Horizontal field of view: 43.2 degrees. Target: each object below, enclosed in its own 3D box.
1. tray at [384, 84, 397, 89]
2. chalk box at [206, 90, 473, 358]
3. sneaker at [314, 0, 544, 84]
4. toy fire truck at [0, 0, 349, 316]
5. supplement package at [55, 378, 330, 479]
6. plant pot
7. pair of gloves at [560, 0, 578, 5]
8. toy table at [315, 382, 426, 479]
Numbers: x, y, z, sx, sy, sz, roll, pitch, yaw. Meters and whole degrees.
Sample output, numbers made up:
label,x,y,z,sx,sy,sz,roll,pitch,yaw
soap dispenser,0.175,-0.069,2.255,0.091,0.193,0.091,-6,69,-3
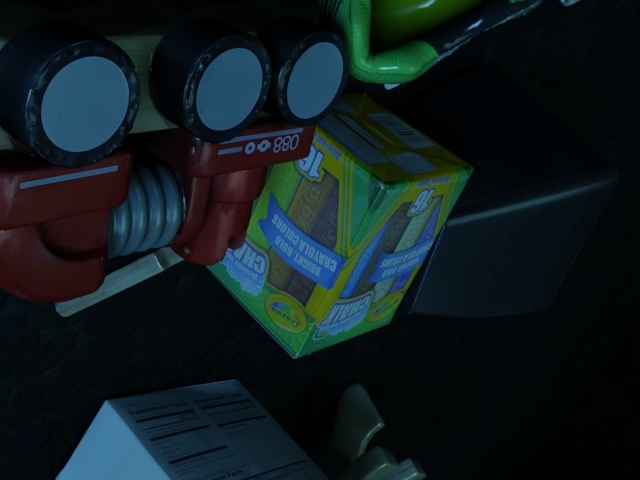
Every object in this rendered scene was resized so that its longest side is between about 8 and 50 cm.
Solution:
label,x,y,z,sx,sy,sz,roll,pitch,yaw
tray,0.142,-0.246,0.662,0.270,0.030,0.145,-38,152,-20
chalk box,0.000,0.000,0.665,0.132,0.132,0.213,-12,135,-50
sneaker,0.137,-0.206,0.448,0.134,0.146,0.343,34,122,-28
toy fire truck,-0.124,-0.023,0.468,0.217,0.158,0.246,-18,130,-46
supplement package,-0.103,0.297,0.758,0.199,0.262,0.198,-56,153,16
plant pot,0.130,-0.034,0.775,0.167,0.187,0.188,-15,140,-29
pair of gloves,0.342,-0.344,0.774,0.204,0.042,0.240,-34,159,-32
toy table,0.047,0.340,1.090,0.161,0.252,0.274,-33,166,6
